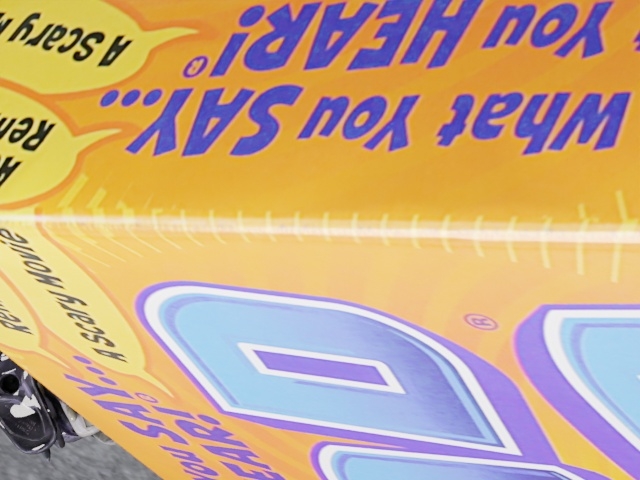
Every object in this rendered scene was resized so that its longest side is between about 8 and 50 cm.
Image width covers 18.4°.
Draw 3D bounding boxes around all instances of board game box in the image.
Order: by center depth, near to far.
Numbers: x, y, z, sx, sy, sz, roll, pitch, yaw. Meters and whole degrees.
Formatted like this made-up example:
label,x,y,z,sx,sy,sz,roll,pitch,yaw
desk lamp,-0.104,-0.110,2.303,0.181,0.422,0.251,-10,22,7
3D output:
label,x,y,z,sx,sy,sz,roll,pitch,yaw
board game box,0.147,-0.069,0.623,0.356,0.356,0.356,1,151,32

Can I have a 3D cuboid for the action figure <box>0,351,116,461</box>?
label,x,y,z,sx,sy,sz,roll,pitch,yaw
action figure,-0.121,0.059,1.169,0.164,0.141,0.275,-10,177,3
